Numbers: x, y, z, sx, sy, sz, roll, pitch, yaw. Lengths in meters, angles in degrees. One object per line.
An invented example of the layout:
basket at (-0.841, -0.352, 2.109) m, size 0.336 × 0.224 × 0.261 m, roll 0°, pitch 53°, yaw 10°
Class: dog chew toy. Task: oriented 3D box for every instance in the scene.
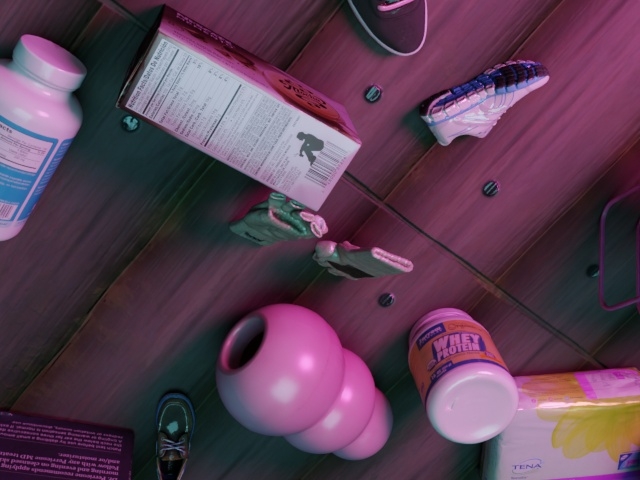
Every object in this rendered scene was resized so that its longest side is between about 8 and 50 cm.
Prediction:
dog chew toy at (-0.008, 0.244, 1.338) m, size 0.207 × 0.206 × 0.332 m, roll -42°, pitch 122°, yaw 14°

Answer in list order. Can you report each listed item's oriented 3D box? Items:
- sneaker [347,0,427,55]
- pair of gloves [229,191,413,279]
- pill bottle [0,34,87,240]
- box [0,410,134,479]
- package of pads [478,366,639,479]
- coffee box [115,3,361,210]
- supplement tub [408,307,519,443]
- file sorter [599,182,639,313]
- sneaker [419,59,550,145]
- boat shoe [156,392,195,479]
sneaker at (0.080, -0.360, 1.069) m, size 0.105 × 0.147 × 0.295 m, roll -20°, pitch 118°, yaw 1°
pair of gloves at (0.000, 0.000, 1.229) m, size 0.240 × 0.204 × 0.042 m, roll 23°, pitch 75°, yaw -15°
pill bottle at (-0.415, -0.139, 1.116) m, size 0.146 × 0.146 × 0.264 m, roll 30°, pitch 109°, yaw -20°
box at (-0.485, 0.606, 1.298) m, size 0.298 × 0.471 × 0.479 m, roll 12°, pitch 115°, yaw -13°
package of pads at (0.441, 0.345, 1.493) m, size 0.297 × 0.101 × 0.229 m, roll -4°, pitch 117°, yaw -6°
coffee box at (-0.109, -0.180, 1.123) m, size 0.297 × 0.168 × 0.118 m, roll 27°, pitch 110°, yaw -18°
supplement tub at (0.221, 0.211, 1.342) m, size 0.145 × 0.199 × 0.144 m, roll -3°, pitch 117°, yaw -7°
file sorter at (0.600, 0.030, 1.283) m, size 0.291 × 0.182 × 0.202 m, roll 12°, pitch 71°, yaw -12°
sneaker at (0.245, -0.197, 1.223) m, size 0.191 × 0.071 × 0.083 m, roll -21°, pitch 124°, yaw 13°
boat shoe at (-0.247, 0.347, 1.424) m, size 0.066 × 0.066 × 0.183 m, roll 1°, pitch 116°, yaw -8°
